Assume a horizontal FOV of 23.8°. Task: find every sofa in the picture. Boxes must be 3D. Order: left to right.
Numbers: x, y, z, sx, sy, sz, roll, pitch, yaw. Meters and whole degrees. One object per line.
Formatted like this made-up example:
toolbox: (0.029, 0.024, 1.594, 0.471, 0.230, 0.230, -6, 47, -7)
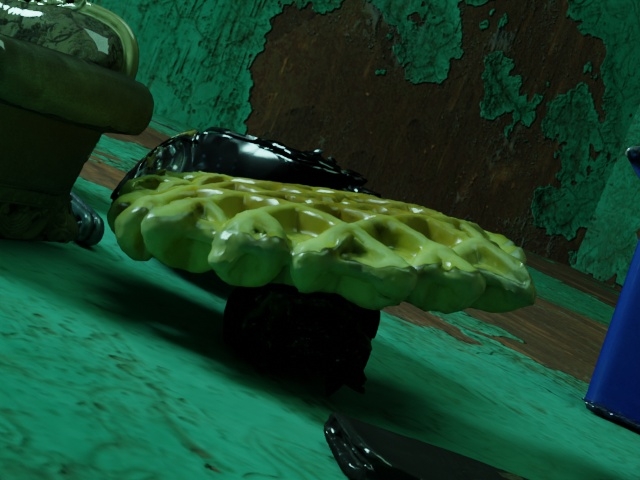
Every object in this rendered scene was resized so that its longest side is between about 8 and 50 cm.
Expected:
sofa: (-0.261, -0.122, 0.973, 0.258, 0.182, 0.200, 24, 7, 22)

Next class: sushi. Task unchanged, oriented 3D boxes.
sushi: (-0.011, 0.053, 0.899, 0.083, 0.056, 0.084, 17, 7, -12)

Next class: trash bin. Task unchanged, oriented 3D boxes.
trash bin: (0.313, 0.048, 1.282, 0.184, 0.234, 0.162, 23, 4, 17)

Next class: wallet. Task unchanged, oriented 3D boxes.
wallet: (0.078, 0.124, 0.749, 0.157, 0.018, 0.082, 21, 6, -14)

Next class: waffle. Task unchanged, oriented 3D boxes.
waffle: (0.000, -0.002, 0.934, 0.261, 0.056, 0.250, 9, 6, -12)

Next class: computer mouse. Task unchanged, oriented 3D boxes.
computer mouse: (-0.059, -0.038, 1.132, 0.242, 0.077, 0.146, -2, -17, 36)

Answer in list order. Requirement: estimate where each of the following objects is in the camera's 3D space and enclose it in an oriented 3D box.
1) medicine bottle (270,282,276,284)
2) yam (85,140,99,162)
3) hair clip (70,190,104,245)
medicine bottle: (-0.015, 0.041, 1.015, 0.052, 0.052, 0.089, 21, 5, -5)
yam: (-0.293, -0.127, 1.327, 0.194, 0.107, 0.107, 24, 6, 33)
hair clip: (-0.249, -0.060, 1.146, 0.275, 0.048, 0.083, 26, 3, 31)
